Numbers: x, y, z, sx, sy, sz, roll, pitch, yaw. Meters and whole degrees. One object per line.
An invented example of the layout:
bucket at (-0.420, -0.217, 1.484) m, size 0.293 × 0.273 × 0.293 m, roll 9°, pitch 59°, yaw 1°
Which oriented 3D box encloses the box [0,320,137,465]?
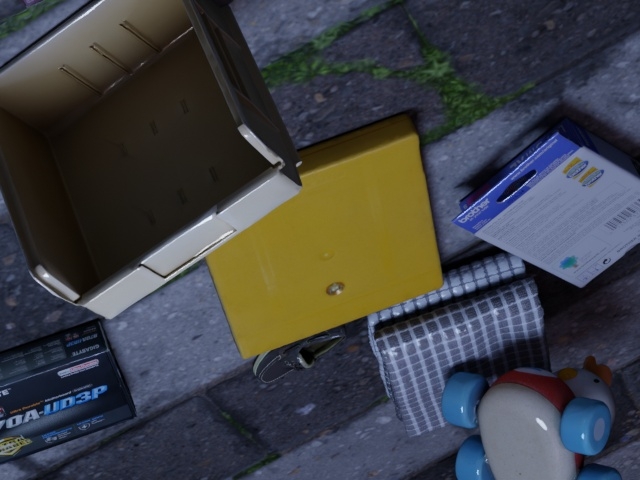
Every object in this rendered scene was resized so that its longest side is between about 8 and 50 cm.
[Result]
box at (-0.356, 0.198, 2.212) m, size 0.220 × 0.051 × 0.175 m, roll -18°, pitch 145°, yaw -5°

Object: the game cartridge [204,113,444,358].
game cartridge at (0.000, 0.000, 2.157) m, size 0.285 × 0.052 × 0.323 m, roll -20°, pitch 142°, yaw -4°

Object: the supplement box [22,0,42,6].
supplement box at (-0.278, -0.269, 1.642) m, size 0.043 × 0.055 × 0.083 m, roll -24°, pitch 144°, yaw 4°

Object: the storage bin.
storage bin at (-0.183, -0.100, 1.742) m, size 0.262 × 0.260 × 0.123 m, roll -33°, pitch 147°, yaw 14°

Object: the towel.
towel at (0.196, 0.153, 2.397) m, size 0.235 × 0.121 × 0.283 m, roll -21°, pitch 145°, yaw -1°

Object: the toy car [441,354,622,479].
toy car at (0.320, 0.224, 2.338) m, size 0.238 × 0.219 × 0.210 m, roll -43°, pitch 130°, yaw -41°

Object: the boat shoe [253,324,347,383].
boat shoe at (-0.028, 0.148, 2.327) m, size 0.152 × 0.049 × 0.056 m, roll -41°, pitch 141°, yaw 24°

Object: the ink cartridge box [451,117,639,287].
ink cartridge box at (0.312, -0.050, 2.246) m, size 0.186 × 0.065 × 0.311 m, roll -40°, pitch 143°, yaw 23°
